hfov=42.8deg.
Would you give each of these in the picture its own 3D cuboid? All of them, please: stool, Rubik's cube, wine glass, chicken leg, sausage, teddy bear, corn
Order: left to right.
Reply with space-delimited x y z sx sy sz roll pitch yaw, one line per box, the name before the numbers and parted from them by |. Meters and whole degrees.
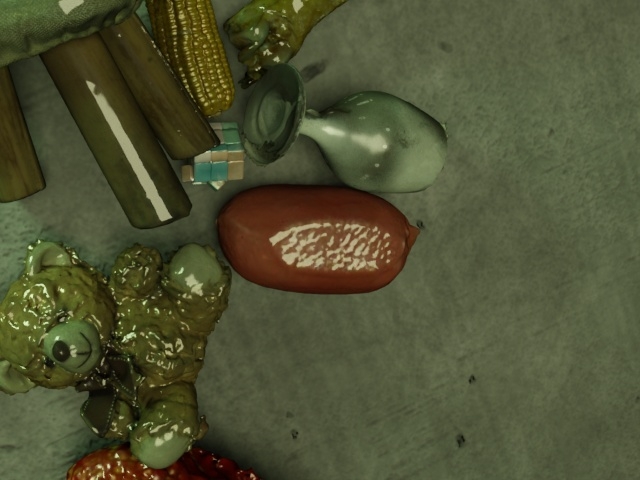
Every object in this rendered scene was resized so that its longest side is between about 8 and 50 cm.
stool | -0.278 -0.131 0.794 0.310 0.310 0.226 -13 111 5
teddy bear | -0.253 0.110 0.962 0.256 0.156 0.267 15 89 -17
corn | -0.160 -0.252 0.940 0.080 0.080 0.231 -19 108 -12
Rubik's cube | -0.128 -0.100 0.993 0.075 0.084 0.073 6 130 -2
sausage | 0.000 0.000 1.022 0.254 0.148 0.148 -1 104 -18
wine glass | 0.035 -0.125 0.977 0.241 0.126 0.127 11 101 -38
chicken leg | 0.045 -0.339 0.931 0.429 0.201 0.153 -41 110 10

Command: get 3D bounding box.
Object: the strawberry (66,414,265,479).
strawberry | -0.146 0.380 1.021 0.292 0.292 0.344 -26 97 -9
